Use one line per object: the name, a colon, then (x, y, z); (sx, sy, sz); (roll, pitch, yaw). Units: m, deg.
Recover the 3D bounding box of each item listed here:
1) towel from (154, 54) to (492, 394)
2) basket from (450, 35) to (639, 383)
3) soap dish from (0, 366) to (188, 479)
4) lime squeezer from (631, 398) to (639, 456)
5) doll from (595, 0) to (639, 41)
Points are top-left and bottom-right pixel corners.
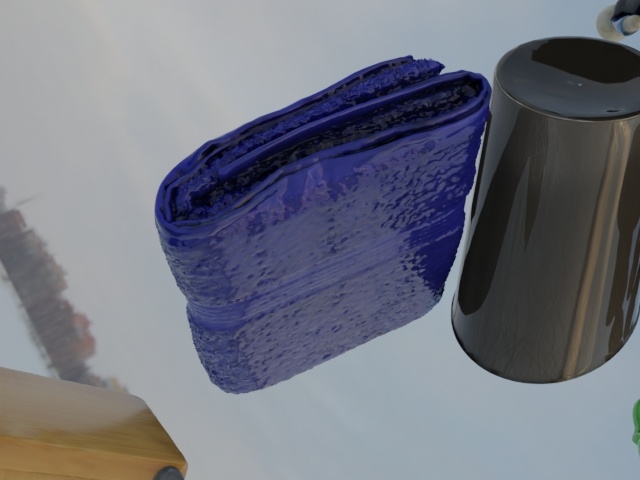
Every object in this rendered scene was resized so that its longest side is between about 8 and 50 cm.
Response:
towel: (0.000, 0.000, 0.733); (0.308, 0.227, 0.076); (88, -23, -62)
basket: (0.194, -0.034, 0.797); (0.154, 0.204, 0.227); (21, -47, 26)
soap dish: (-0.199, 0.211, 0.517); (0.118, 0.291, 0.229); (9, -11, 39)
lime squeezer: (0.404, 0.203, 1.154); (0.058, 0.110, 0.310); (26, 17, -2)
doll: (0.323, -0.248, 0.939); (0.046, 0.129, 0.189); (38, -29, 2)
